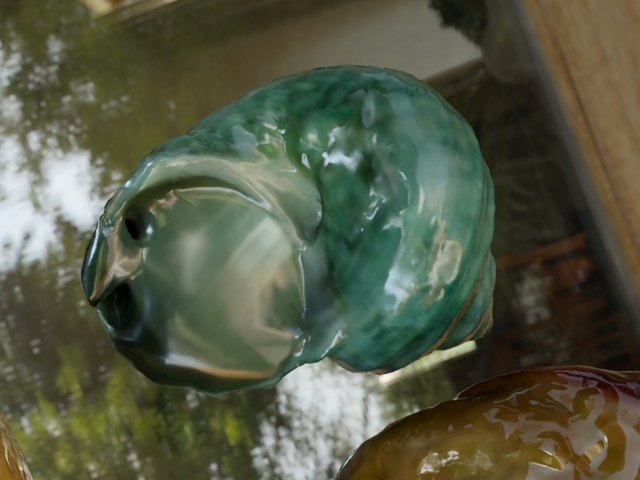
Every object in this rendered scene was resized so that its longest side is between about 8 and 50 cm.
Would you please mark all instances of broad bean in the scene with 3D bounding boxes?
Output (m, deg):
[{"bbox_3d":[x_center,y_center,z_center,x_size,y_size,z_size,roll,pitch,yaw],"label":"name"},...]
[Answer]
[{"bbox_3d":[0.115,0.130,0.662,0.156,0.229,0.122,83,-174,-62],"label":"broad bean"}]

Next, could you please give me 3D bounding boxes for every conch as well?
[{"bbox_3d":[0.003,0.001,0.705,0.202,0.196,0.134,29,-172,3],"label":"conch"}]

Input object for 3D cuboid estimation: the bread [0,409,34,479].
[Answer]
[{"bbox_3d":[-0.212,0.048,0.401,0.375,0.165,0.236,75,-171,-51],"label":"bread"}]
